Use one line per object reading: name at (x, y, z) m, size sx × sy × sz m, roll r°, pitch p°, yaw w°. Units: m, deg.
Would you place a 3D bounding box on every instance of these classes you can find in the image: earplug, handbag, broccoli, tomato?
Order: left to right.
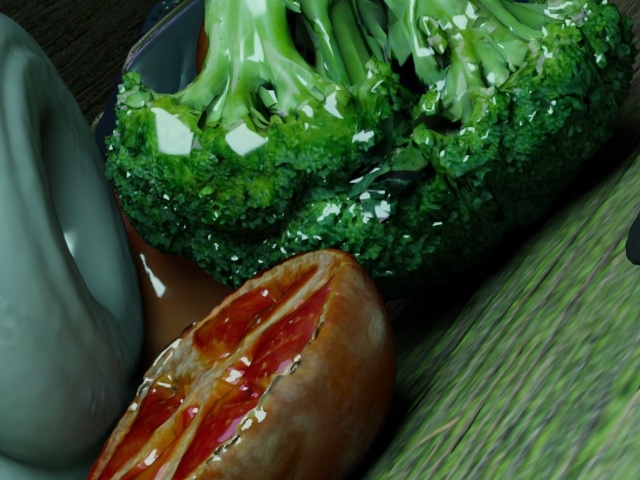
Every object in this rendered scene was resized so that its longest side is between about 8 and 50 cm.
earplug at (-0.167, 0.059, 0.853) m, size 0.214 × 0.175 × 0.326 m, roll -4°, pitch -73°, yaw -82°
handbag at (-0.075, -0.133, 1.820) m, size 0.263 × 0.222 × 0.241 m, roll -44°, pitch 1°, yaw -15°
tomato at (-0.025, 0.080, 0.766) m, size 0.155 × 0.069 × 0.155 m, roll -42°, pitch 15°, yaw 14°
broccoli at (0.009, -0.101, 0.891) m, size 0.254 × 0.269 × 0.269 m, roll -16°, pitch 0°, yaw -13°

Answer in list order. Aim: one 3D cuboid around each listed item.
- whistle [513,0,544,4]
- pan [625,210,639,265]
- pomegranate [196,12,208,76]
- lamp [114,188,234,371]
whistle at (0.147, -0.211, 1.481) m, size 0.227 × 0.105 × 0.085 m, roll -45°, pitch -27°, yaw -9°
pan at (0.155, -0.047, 0.654) m, size 0.136 × 0.028 × 0.235 m, roll -42°, pitch 10°, yaw 11°
pomegranate at (-0.003, -0.160, 1.580) m, size 0.209 × 0.209 × 0.209 m, roll -43°, pitch 6°, yaw 6°
lamp at (-0.083, 0.029, 1.038) m, size 0.187 × 0.164 × 0.187 m, roll -41°, pitch 3°, yaw 3°
